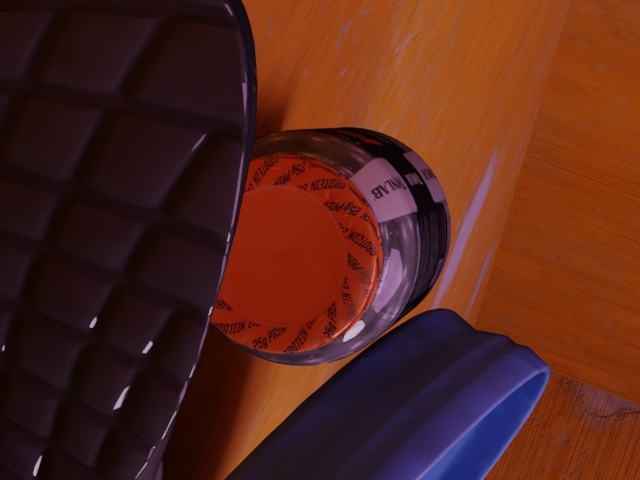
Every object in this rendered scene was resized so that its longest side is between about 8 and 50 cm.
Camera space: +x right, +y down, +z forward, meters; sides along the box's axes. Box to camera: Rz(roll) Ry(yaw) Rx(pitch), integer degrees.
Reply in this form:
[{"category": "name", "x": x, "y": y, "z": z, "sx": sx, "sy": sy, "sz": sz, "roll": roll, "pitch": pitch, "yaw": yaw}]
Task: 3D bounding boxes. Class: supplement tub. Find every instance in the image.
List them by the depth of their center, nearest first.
[{"category": "supplement tub", "x": 0.000, "y": 0.000, "z": 0.837, "sx": 0.190, "sy": 0.117, "sz": 0.117, "roll": -21, "pitch": 131, "yaw": -78}]

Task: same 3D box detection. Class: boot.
[{"category": "boot", "x": -0.087, "y": 0.027, "z": 0.511, "sx": 0.223, "sy": 0.118, "sz": 0.338, "roll": -65, "pitch": 180, "yaw": -60}]

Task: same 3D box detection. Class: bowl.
[{"category": "bowl", "x": -0.018, "y": 0.199, "z": 0.965, "sx": 0.391, "sy": 0.077, "sz": 0.391, "roll": -45, "pitch": 165, "yaw": -15}]
